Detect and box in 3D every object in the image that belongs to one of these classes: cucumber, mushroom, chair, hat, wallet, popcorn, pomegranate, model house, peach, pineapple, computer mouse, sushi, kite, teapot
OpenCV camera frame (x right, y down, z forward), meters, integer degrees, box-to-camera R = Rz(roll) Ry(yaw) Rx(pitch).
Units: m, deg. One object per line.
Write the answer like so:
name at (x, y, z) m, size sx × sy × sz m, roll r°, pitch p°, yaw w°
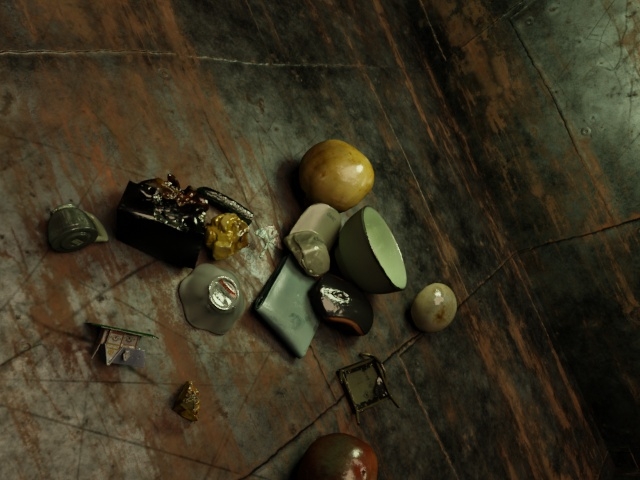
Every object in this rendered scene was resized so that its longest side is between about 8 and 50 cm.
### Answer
cucumber at (-0.320, -0.121, 1.558) m, size 0.214 × 0.052 × 0.058 m, roll 33°, pitch 87°, yaw -25°
mushroom at (0.489, 0.293, 2.039) m, size 0.226 × 0.178 × 0.227 m, roll -18°, pitch 119°, yaw -35°
chair at (0.164, 0.514, 1.651) m, size 0.272 × 0.166 × 0.188 m, roll 48°, pitch 19°, yaw -85°
hat at (0.000, 0.000, 1.689) m, size 0.214 × 0.149 × 0.245 m, roll 32°, pitch 96°, yaw -36°
wallet at (-0.091, 0.223, 1.612) m, size 0.251 × 0.054 × 0.290 m, roll 52°, pitch 39°, yaw -19°
popcorn at (-0.297, -0.016, 1.472) m, size 0.167 × 0.152 × 0.149 m, roll -55°, pitch 151°, yaw -45°
pomegranate at (0.062, -0.249, 1.802) m, size 0.307 × 0.307 × 0.308 m, roll 19°, pitch 59°, yaw -36°
model house at (-0.511, 0.268, 1.173) m, size 0.166 × 0.117 × 0.088 m, roll 22°, pitch 74°, yaw -36°
peach at (0.055, 0.708, 1.397) m, size 0.252 × 0.252 × 0.253 m, roll 19°, pitch 59°, yaw -36°
pineapple at (-0.356, 0.432, 1.243) m, size 0.077 × 0.114 × 0.115 m, roll -2°, pitch 68°, yaw -24°
computer mouse at (0.098, 0.240, 1.710) m, size 0.323 × 0.116 × 0.183 m, roll 33°, pitch 44°, yaw -39°
sushi at (-0.439, -0.071, 1.337) m, size 0.226 × 0.215 × 0.213 m, roll 17°, pitch 53°, yaw -13°
kite at (-0.183, 0.005, 1.659) m, size 0.137 × 0.005 × 0.153 m, roll 31°, pitch 54°, yaw -29°
teapot at (-0.627, -0.042, 1.196) m, size 0.149 × 0.111 × 0.108 m, roll -16°, pitch 68°, yaw -40°

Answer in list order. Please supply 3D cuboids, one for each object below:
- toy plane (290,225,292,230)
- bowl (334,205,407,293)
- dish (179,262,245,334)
toy plane at (-0.090, -0.013, 1.734) m, size 0.080 × 0.033 × 0.083 m, roll 44°, pitch 54°, yaw -20°
bowl at (0.178, 0.062, 1.803) m, size 0.354 × 0.185 × 0.354 m, roll 47°, pitch 27°, yaw -34°
dish at (-0.309, 0.168, 1.412) m, size 0.229 × 0.081 × 0.230 m, roll 20°, pitch 58°, yaw -36°
